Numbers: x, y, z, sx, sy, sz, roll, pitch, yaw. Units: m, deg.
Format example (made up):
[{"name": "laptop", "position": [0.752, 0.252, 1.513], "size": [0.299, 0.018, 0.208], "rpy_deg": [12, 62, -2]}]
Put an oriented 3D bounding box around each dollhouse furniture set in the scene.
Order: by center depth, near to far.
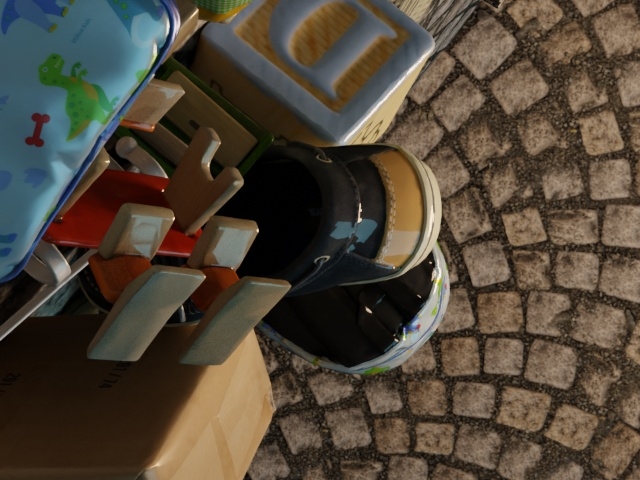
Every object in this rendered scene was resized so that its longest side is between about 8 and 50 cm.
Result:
[{"name": "dollhouse furniture set", "position": [-0.188, -0.029, 0.989], "size": [0.259, 0.262, 0.135], "rpy_deg": [8, 131, -44]}, {"name": "dollhouse furniture set", "position": [-0.057, -0.191, 1.252], "size": [0.301, 0.151, 0.197], "rpy_deg": [-50, -179, -11]}]

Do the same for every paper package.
[{"name": "paper package", "position": [-0.246, 0.223, 1.546], "size": [0.325, 0.309, 0.168], "rpy_deg": [-63, 146, -58]}]

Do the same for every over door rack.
[{"name": "over door rack", "position": [-0.274, 0.019, 1.241], "size": [0.239, 0.108, 0.324], "rpy_deg": [-42, -174, -20]}]

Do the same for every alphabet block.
[{"name": "alphabet block", "position": [-0.021, -0.174, 1.563], "size": [0.192, 0.193, 0.197], "rpy_deg": [-46, 174, -28]}]

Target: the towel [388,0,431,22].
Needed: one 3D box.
[{"name": "towel", "position": [0.024, -0.267, 1.897], "size": [0.312, 0.056, 0.324], "rpy_deg": [-29, 165, -36]}]

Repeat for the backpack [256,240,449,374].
[{"name": "backpack", "position": [0.000, 0.000, 1.730], "size": [0.290, 0.355, 0.273], "rpy_deg": [-46, 154, -3]}]

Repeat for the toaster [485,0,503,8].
[{"name": "toaster", "position": [0.219, -0.436, 1.959], "size": [0.168, 0.185, 0.110], "rpy_deg": [-61, 174, 23]}]

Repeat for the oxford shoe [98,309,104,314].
[{"name": "oxford shoe", "position": [-0.236, 0.073, 1.775], "size": [0.076, 0.076, 0.212], "rpy_deg": [-51, 148, -38]}]

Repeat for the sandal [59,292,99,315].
[{"name": "sandal", "position": [-0.242, 0.071, 1.866], "size": [0.303, 0.086, 0.120], "rpy_deg": [-48, 160, 3]}]

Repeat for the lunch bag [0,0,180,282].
[{"name": "lunch bag", "position": [-0.199, -0.090, 0.766], "size": [0.219, 0.176, 0.090], "rpy_deg": [-51, -144, 13]}]

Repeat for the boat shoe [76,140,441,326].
[{"name": "boat shoe", "position": [-0.108, -0.010, 1.458], "size": [0.500, 0.187, 0.156], "rpy_deg": [-8, 173, 44]}]
